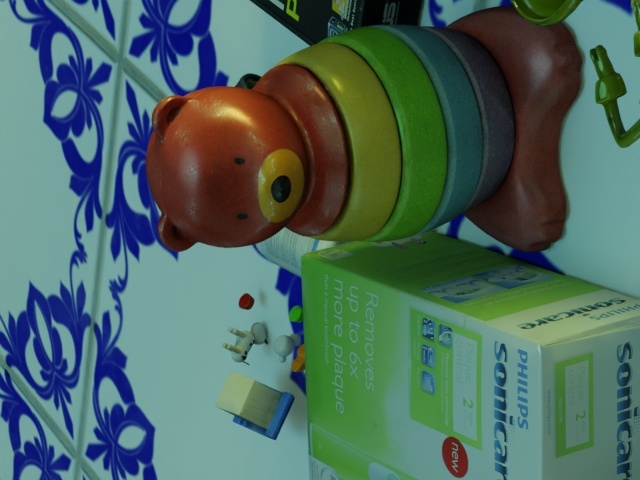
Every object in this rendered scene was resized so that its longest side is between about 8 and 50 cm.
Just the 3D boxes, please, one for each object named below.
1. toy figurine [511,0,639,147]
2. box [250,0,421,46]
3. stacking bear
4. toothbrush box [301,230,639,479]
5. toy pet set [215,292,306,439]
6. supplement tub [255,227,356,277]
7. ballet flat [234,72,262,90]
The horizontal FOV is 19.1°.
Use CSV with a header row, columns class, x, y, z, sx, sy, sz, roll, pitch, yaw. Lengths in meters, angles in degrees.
class,x,y,z,sx,sy,sz,roll,pitch,yaw
toy figurine,0.247,-0.223,1.014,0.191,0.217,0.362,55,161,11
box,0.006,-0.293,1.474,0.216,0.060,0.270,41,133,43
stacking bear,0.015,-0.066,1.323,0.164,0.289,0.175,32,126,48
toothbrush box,0.113,0.124,1.396,0.283,0.122,0.206,20,117,52
toy pet set,-0.034,0.117,1.699,0.122,0.065,0.114,14,77,52
supplement tub,0.000,0.000,1.574,0.107,0.071,0.071,27,122,50
ballet flat,-0.021,-0.091,1.581,0.203,0.074,0.074,37,130,52
